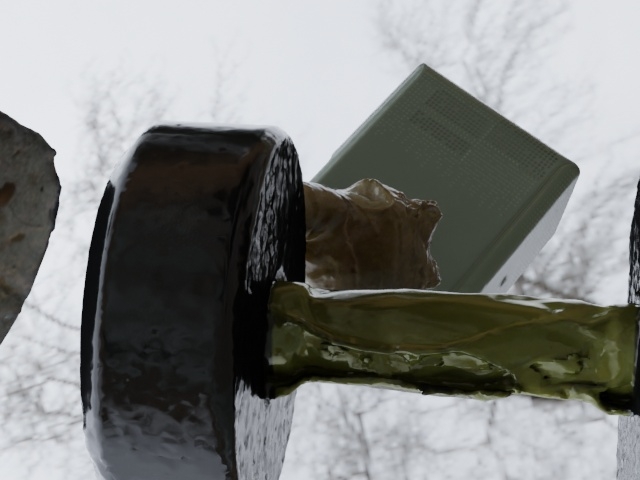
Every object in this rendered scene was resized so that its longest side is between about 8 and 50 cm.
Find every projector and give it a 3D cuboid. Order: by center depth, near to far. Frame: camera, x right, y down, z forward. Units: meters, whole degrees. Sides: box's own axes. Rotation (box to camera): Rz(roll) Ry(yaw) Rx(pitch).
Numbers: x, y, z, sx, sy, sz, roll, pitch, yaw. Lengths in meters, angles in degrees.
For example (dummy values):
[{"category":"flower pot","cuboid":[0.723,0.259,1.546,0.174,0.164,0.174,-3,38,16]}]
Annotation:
[{"category":"projector","cuboid":[0.080,-0.006,1.285,0.177,0.163,0.242,34,-115,15]}]

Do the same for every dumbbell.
[{"category":"dumbbell","cuboid":[0.063,0.048,0.725,0.204,0.322,0.204,4,-90,-82]}]

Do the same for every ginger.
[{"category":"ginger","cuboid":[-0.003,0.008,0.895,0.165,0.096,0.067,10,-155,-34]}]

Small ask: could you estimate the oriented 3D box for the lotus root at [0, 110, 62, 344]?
[{"category":"lotus root","cuboid":[-0.291,-0.010,0.844,0.272,0.192,0.272,-27,-46,-33]}]
